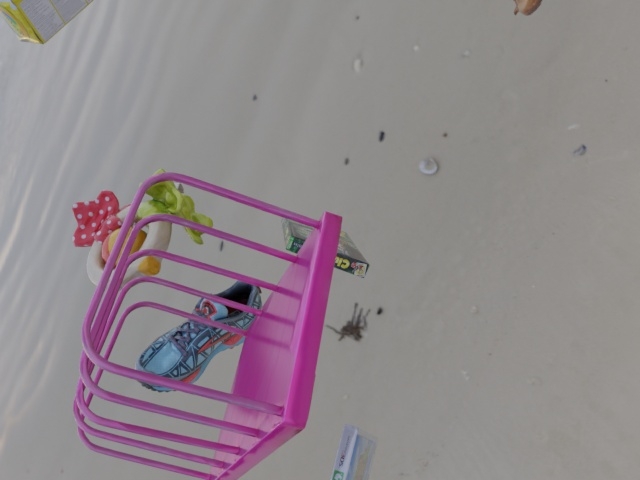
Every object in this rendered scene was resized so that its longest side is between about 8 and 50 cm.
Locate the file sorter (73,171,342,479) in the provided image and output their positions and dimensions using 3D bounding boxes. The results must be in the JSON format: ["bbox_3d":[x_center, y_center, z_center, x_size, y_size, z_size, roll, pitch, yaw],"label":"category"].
[{"bbox_3d":[-0.127,0.102,0.568,0.290,0.183,0.202,125,161,-52],"label":"file sorter"}]

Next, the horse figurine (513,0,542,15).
[{"bbox_3d":[0.286,-0.362,0.655,0.263,0.066,0.174,-143,43,-68],"label":"horse figurine"}]

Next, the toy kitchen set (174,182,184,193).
[{"bbox_3d":[-0.307,-0.086,1.295,0.083,0.075,0.068,7,79,51],"label":"toy kitchen set"}]

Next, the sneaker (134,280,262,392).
[{"bbox_3d":[-0.202,0.142,0.955,0.104,0.262,0.125,33,132,22],"label":"sneaker"}]

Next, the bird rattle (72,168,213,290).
[{"bbox_3d":[-0.325,-0.012,0.953,0.254,0.143,0.206,-11,50,17],"label":"bird rattle"}]

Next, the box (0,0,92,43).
[{"bbox_3d":[-0.286,-0.287,0.522,0.043,0.179,0.105,16,58,26],"label":"box"}]

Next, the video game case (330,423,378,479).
[{"bbox_3d":[0.034,0.351,0.756,0.023,0.212,0.193,11,71,17],"label":"video game case"}]

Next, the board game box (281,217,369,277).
[{"bbox_3d":[0.000,0.000,1.012,0.259,0.136,0.030,-113,42,-77],"label":"board game box"}]
